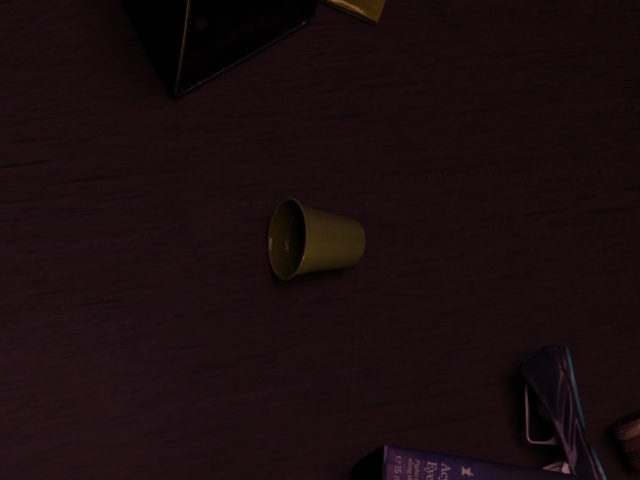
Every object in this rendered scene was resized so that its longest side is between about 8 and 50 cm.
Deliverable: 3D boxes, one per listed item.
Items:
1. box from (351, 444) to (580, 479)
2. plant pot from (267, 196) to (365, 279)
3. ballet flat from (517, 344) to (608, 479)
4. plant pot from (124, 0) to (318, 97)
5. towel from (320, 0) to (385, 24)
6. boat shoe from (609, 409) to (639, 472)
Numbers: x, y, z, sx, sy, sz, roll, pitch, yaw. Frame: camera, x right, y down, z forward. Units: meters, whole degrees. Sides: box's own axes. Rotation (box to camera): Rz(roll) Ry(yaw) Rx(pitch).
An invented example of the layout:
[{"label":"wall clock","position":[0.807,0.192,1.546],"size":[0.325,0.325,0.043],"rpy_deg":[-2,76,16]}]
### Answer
[{"label":"box","position":[0.135,0.292,1.632],"size":[0.207,0.108,0.153],"rpy_deg":[9,68,-14]},{"label":"plant pot","position":[0.000,0.000,1.714],"size":[0.079,0.083,0.083],"rpy_deg":[3,70,-29]},{"label":"ballet flat","position":[0.247,0.208,1.725],"size":[0.074,0.074,0.203],"rpy_deg":[-15,83,-21]},{"label":"plant pot","position":[-0.115,-0.293,1.726],"size":[0.187,0.188,0.167],"rpy_deg":[-33,72,-24]},{"label":"towel","position":[0.051,-0.357,1.881],"size":[0.102,0.021,0.237],"rpy_deg":[22,67,-8]},{"label":"boat shoe","position":[0.390,0.188,1.773],"size":[0.178,0.064,0.060],"rpy_deg":[-21,89,-11]}]
